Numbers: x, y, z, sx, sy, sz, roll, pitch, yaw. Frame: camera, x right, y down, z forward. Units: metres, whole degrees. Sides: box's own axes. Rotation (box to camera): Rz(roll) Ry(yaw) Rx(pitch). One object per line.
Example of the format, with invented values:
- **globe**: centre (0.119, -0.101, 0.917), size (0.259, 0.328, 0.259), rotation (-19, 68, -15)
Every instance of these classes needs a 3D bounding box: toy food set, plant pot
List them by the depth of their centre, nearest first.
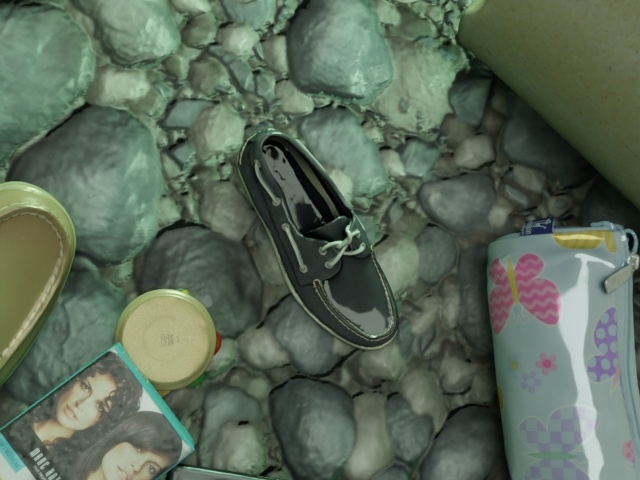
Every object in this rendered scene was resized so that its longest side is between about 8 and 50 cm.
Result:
- **plant pot**: centre (0.290, -0.163, 0.835), size (0.305, 0.334, 0.334), rotation (36, 77, 5)
- **toy food set**: centre (-0.122, 0.080, 0.845), size (0.082, 0.020, 0.083), rotation (-20, 87, -14)

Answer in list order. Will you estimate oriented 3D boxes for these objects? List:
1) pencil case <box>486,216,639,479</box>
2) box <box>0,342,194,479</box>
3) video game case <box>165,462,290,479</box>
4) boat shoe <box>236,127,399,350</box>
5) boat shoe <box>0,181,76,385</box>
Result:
- **pencil case**: centre (0.207, 0.120, 0.862), size (0.124, 0.113, 0.273), rotation (-6, 84, 22)
- **box**: centre (-0.219, 0.188, 0.779), size (0.244, 0.060, 0.100), rotation (-37, 92, -8)
- **video game case**: centre (-0.020, 0.330, 0.828), size (0.248, 0.035, 0.275), rotation (11, 81, -11)
- **boat shoe**: centre (0.000, 0.000, 0.858), size (0.075, 0.065, 0.206), rotation (-32, 91, -14)
- **boat shoe**: centre (-0.287, 0.104, 0.744), size (0.121, 0.110, 0.341), rotation (43, 76, -25)
